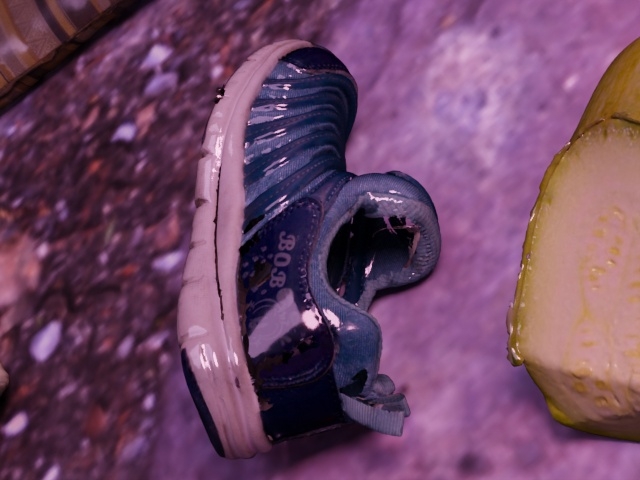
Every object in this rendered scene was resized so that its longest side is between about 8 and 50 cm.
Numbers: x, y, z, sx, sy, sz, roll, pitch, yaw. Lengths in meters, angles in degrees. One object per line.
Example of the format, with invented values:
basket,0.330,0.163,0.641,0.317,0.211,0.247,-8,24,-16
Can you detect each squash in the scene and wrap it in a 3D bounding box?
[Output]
squash,0.127,-0.029,0.699,0.090,0.075,0.200,-30,40,55

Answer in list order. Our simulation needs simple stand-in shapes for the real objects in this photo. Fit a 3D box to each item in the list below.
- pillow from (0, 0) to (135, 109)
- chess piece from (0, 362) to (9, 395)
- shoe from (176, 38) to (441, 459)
pillow,-0.194,-0.158,1.047,0.212,0.052,0.208,-36,49,16
chess piece,-0.275,0.136,0.864,0.144,0.144,0.251,32,90,45
shoe,0.000,0.000,0.781,0.106,0.091,0.207,-5,52,9
